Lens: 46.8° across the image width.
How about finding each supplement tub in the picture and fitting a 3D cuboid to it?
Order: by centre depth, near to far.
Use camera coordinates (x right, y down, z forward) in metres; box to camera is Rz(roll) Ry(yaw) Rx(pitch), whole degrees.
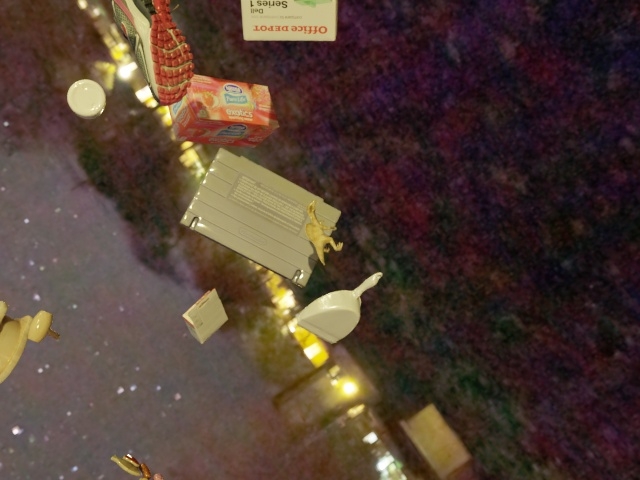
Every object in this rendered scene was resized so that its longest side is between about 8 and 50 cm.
[{"bbox_3d":[-0.452,-0.272,1.431,0.071,0.071,0.107,58,171,-14],"label":"supplement tub"}]

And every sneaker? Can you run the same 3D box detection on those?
[{"bbox_3d":[-0.353,-0.421,1.531,0.121,0.112,0.299,-12,-94,-55],"label":"sneaker"}]

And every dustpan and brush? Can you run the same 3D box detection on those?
[{"bbox_3d":[0.062,0.145,1.693,0.147,0.211,0.060,34,-147,-41],"label":"dustpan and brush"}]

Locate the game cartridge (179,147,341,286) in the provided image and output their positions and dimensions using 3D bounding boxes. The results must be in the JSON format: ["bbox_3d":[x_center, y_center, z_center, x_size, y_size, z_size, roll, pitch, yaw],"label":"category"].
[{"bbox_3d":[-0.148,-0.060,1.888,0.355,0.230,0.068,28,166,-7],"label":"game cartridge"}]

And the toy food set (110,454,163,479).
[{"bbox_3d":[-0.323,0.431,1.352,0.122,0.019,0.078,30,180,15],"label":"toy food set"}]

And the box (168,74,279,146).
[{"bbox_3d":[-0.294,-0.389,2.237,0.142,0.300,0.154,-32,67,43],"label":"box"}]

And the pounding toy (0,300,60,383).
[{"bbox_3d":[-0.638,0.227,1.510,0.269,0.154,0.155,-12,139,46],"label":"pounding toy"}]

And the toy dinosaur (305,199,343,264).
[{"bbox_3d":[0.000,0.000,1.635,0.092,0.053,0.183,26,-138,-42],"label":"toy dinosaur"}]

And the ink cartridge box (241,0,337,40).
[{"bbox_3d":[-0.063,-0.559,1.519,0.117,0.201,0.278,-88,-2,-52],"label":"ink cartridge box"}]

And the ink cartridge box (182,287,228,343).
[{"bbox_3d":[-0.192,0.119,1.215,0.029,0.063,0.115,36,157,24],"label":"ink cartridge box"}]
